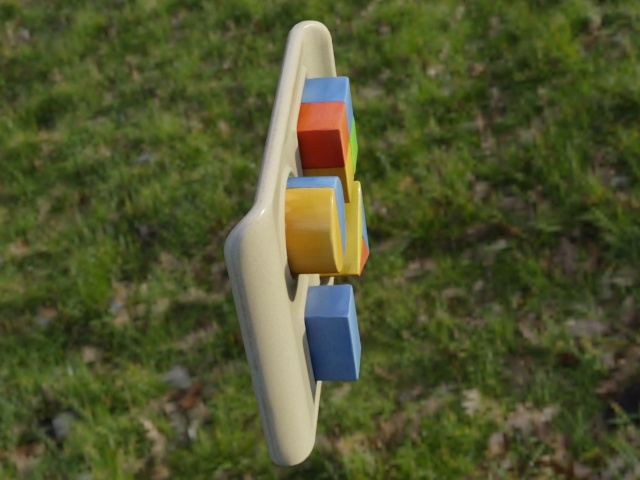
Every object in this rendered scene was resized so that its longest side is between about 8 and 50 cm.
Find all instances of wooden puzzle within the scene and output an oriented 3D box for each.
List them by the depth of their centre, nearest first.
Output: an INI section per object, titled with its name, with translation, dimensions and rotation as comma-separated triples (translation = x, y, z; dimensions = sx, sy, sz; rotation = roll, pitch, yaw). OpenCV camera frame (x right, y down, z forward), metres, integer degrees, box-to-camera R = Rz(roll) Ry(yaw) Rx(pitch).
[wooden puzzle]
translation = 0.000, 0.000, 1.227
dimensions = 0.080, 0.322, 0.348
rotation = 2, 42, 12
